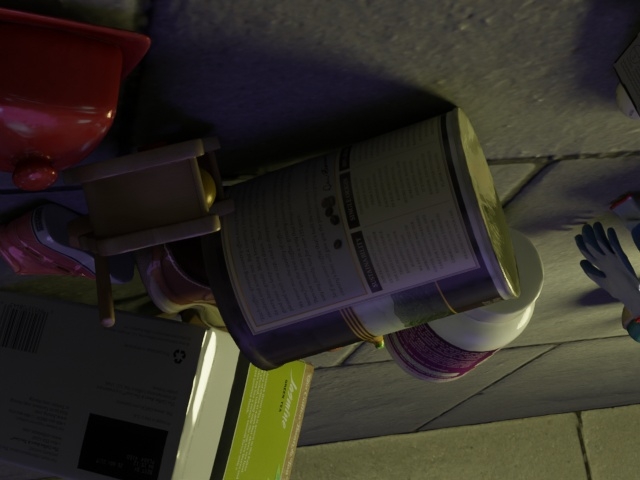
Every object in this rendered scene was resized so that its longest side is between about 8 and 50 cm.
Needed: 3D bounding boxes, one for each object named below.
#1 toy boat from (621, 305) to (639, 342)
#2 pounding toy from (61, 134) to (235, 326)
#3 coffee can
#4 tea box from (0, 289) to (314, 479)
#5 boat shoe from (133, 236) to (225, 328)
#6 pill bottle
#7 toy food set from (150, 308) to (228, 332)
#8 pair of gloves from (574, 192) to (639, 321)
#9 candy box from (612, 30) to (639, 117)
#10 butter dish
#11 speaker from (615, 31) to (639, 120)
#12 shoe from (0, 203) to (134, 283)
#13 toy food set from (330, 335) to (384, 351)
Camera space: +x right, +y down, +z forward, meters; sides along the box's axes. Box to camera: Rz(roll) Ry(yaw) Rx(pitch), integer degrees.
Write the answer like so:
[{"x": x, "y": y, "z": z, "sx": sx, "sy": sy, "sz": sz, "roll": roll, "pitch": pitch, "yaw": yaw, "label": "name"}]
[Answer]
[{"x": 0.685, "y": 0.154, "z": 1.979, "sx": 0.267, "sy": 0.148, "sz": 0.318, "roll": -12, "pitch": 161, "yaw": 8, "label": "toy boat"}, {"x": -0.143, "y": -0.012, "z": 1.000, "sx": 0.154, "sy": 0.155, "sz": 0.269, "roll": -15, "pitch": -173, "yaw": -18, "label": "pounding toy"}, {"x": 0.043, "y": 0.001, "z": 1.114, "sx": 0.275, "sy": 0.202, "sz": 0.201, "roll": -18, "pitch": 160, "yaw": 15, "label": "coffee can"}, {"x": -0.234, "y": 0.220, "z": 1.454, "sx": 0.328, "sy": 0.220, "sz": 0.323, "roll": 8, "pitch": 169, "yaw": 24, "label": "tea box"}, {"x": -0.126, "y": 0.020, "z": 1.260, "sx": 0.116, "sy": 0.123, "sz": 0.324, "roll": -20, "pitch": 167, "yaw": 9, "label": "boat shoe"}, {"x": 0.198, "y": 0.086, "z": 1.509, "sx": 0.169, "sy": 0.169, "sz": 0.301, "roll": -5, "pitch": 162, "yaw": -13, "label": "pill bottle"}, {"x": -0.149, "y": 0.100, "z": 1.600, "sx": 0.132, "sy": 0.039, "sz": 0.192, "roll": -26, "pitch": 151, "yaw": 23, "label": "toy food set"}, {"x": 0.434, "y": 0.022, "z": 1.482, "sx": 0.023, "sy": 0.159, "sz": 0.198, "roll": -32, "pitch": 169, "yaw": -31, "label": "pair of gloves"}, {"x": 0.366, "y": -0.188, "z": 0.856, "sx": 0.159, "sy": 0.071, "sz": 0.233, "roll": 1, "pitch": 144, "yaw": -29, "label": "candy box"}, {"x": -0.227, "y": -0.096, "z": 0.844, "sx": 0.160, "sy": 0.118, "sz": 0.160, "roll": 4, "pitch": 158, "yaw": -35, "label": "butter dish"}, {"x": 0.314, "y": -0.163, "z": 1.013, "sx": 0.055, "sy": 0.055, "sz": 0.136, "roll": -10, "pitch": 161, "yaw": 1, "label": "speaker"}, {"x": -0.289, "y": 0.012, "z": 1.225, "sx": 0.081, "sy": 0.064, "sz": 0.178, "roll": -15, "pitch": 155, "yaw": 21, "label": "shoe"}, {"x": 0.030, "y": 0.151, "z": 1.768, "sx": 0.217, "sy": 0.071, "sz": 0.128, "roll": 3, "pitch": 158, "yaw": -32, "label": "toy food set"}]
